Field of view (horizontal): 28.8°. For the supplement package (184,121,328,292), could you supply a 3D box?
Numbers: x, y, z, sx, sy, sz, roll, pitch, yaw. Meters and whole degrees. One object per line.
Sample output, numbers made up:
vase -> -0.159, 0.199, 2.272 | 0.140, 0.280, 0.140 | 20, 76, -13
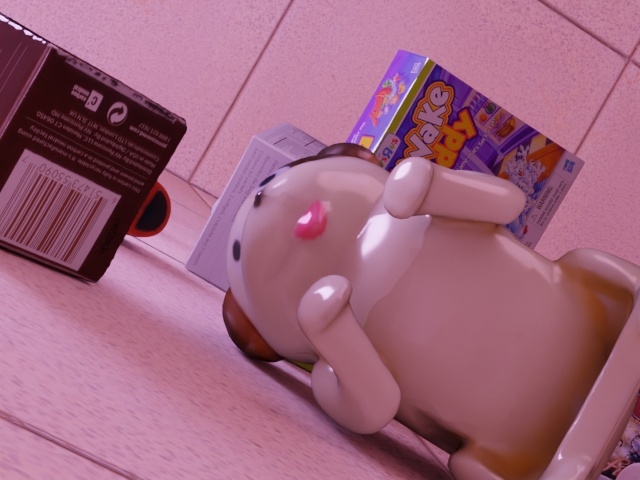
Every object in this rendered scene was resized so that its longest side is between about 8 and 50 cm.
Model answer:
supplement package -> 0.000, 0.000, 1.641 | 0.262, 0.199, 0.198 | 30, 14, 4

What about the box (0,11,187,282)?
box -> -0.264, -0.095, 1.088 | 0.203, 0.167, 0.168 | 32, 3, 41

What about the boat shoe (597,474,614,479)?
boat shoe -> 0.394, 0.336, 1.580 | 0.142, 0.049, 0.040 | 29, 1, 32

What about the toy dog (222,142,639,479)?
toy dog -> 0.102, 0.055, 1.144 | 0.407, 0.285, 0.395 | 29, 1, 17

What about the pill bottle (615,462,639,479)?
pill bottle -> 0.461, 0.353, 1.677 | 0.137, 0.078, 0.078 | 28, 3, -41

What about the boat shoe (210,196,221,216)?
boat shoe -> -0.036, 0.022, 2.125 | 0.335, 0.121, 0.119 | 32, -3, -5

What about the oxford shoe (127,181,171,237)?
oxford shoe -> -0.307, -0.076, 1.443 | 0.271, 0.097, 0.098 | 34, -20, -34

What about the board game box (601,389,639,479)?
board game box -> 0.441, 0.283, 1.896 | 0.243, 0.165, 0.042 | 30, 2, 19

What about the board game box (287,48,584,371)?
board game box -> 0.101, 0.003, 1.361 | 0.233, 0.347, 0.078 | 28, 3, -25
